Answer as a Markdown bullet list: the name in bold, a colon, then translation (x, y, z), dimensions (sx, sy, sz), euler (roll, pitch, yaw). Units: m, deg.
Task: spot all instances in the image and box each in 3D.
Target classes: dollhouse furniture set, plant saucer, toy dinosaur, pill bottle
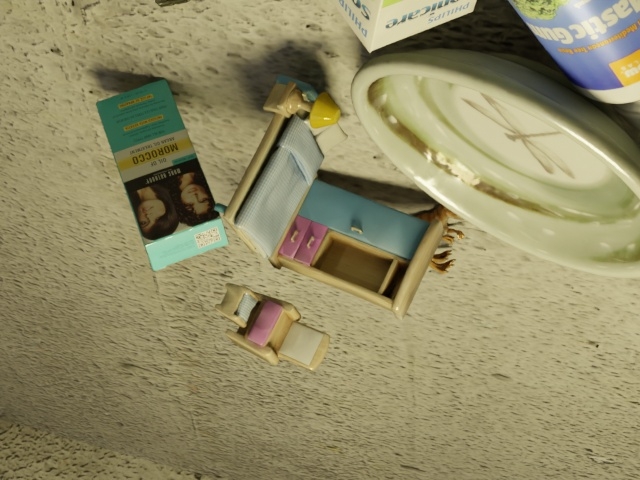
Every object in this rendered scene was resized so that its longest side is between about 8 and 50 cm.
- **dollhouse furniture set**: translation (0.000, 0.000, 1.398), dimensions (0.198, 0.286, 0.303), euler (21, 165, 19)
- **plant saucer**: translation (0.226, -0.105, 1.264), dimensions (0.401, 0.100, 0.400), euler (30, 167, 8)
- **toy dinosaur**: translation (0.134, -0.004, 1.600), dimensions (0.212, 0.064, 0.112), euler (-26, 111, 38)
- **pill bottle**: translation (0.271, -0.225, 1.062), dimensions (0.152, 0.152, 0.272), euler (-12, 137, 41)

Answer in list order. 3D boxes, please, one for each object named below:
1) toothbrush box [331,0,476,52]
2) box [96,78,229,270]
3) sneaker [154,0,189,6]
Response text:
- **toothbrush box**: translation (0.055, -0.332, 0.935), dimensions (0.206, 0.122, 0.283), euler (57, 160, 22)
- **box**: translation (-0.203, -0.087, 1.439), dimensions (0.101, 0.244, 0.060), euler (-20, 147, -7)
- **sneaker**: translation (-0.127, -0.343, 1.129), dimensions (0.130, 0.147, 0.330), euler (-14, 168, -9)
